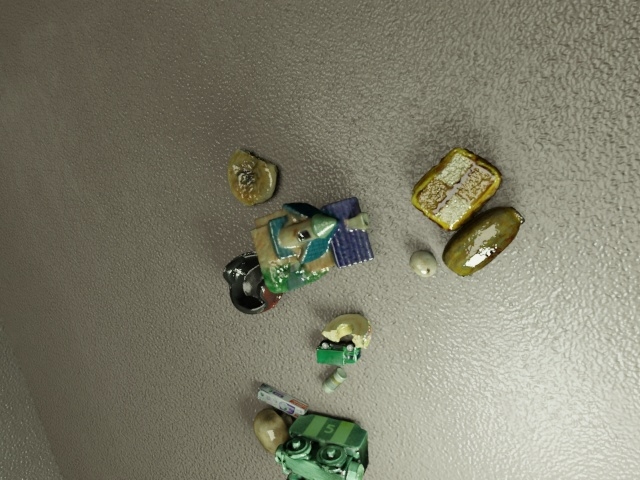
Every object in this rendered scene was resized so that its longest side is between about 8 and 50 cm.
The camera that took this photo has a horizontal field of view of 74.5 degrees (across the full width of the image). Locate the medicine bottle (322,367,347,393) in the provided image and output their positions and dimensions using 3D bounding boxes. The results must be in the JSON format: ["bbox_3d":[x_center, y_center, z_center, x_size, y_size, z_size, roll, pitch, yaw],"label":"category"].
[{"bbox_3d":[0.048,0.474,1.425,0.047,0.047,0.083,46,112,13],"label":"medicine bottle"}]

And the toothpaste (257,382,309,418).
[{"bbox_3d":[-0.138,0.583,1.526,0.196,0.040,0.047,18,107,22],"label":"toothpaste"}]

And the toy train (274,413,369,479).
[{"bbox_3d":[0.010,0.696,1.363,0.299,0.238,0.166,3,104,25],"label":"toy train"}]

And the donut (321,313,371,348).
[{"bbox_3d":[0.097,0.289,1.353,0.166,0.108,0.065,2,122,33],"label":"donut"}]

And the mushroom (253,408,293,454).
[{"bbox_3d":[-0.162,0.677,1.499,0.166,0.127,0.166,38,140,40],"label":"mushroom"}]

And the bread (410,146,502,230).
[{"bbox_3d":[0.374,-0.145,1.173,0.181,0.096,0.222,46,110,15],"label":"bread"}]

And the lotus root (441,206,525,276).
[{"bbox_3d":[0.437,0.000,1.148,0.123,0.124,0.241,45,111,11],"label":"lotus root"}]

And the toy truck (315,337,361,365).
[{"bbox_3d":[0.062,0.365,1.395,0.147,0.065,0.079,-4,97,25],"label":"toy truck"}]

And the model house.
[{"bbox_3d":[0.000,0.000,1.247,0.280,0.312,0.245,-16,87,27],"label":"model house"}]

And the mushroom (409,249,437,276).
[{"bbox_3d":[0.301,0.075,1.255,0.085,0.085,0.079,45,146,13],"label":"mushroom"}]

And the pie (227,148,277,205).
[{"bbox_3d":[-0.243,-0.213,1.472,0.218,0.052,0.185,26,111,22],"label":"pie"}]

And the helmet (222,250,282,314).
[{"bbox_3d":[-0.215,0.142,1.422,0.189,0.193,0.215,23,94,24],"label":"helmet"}]
